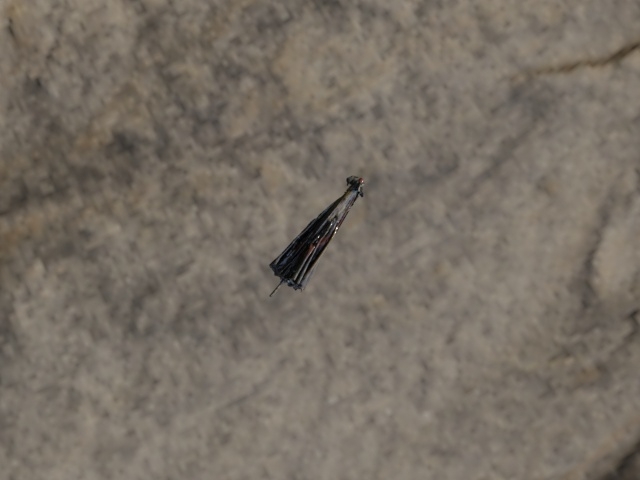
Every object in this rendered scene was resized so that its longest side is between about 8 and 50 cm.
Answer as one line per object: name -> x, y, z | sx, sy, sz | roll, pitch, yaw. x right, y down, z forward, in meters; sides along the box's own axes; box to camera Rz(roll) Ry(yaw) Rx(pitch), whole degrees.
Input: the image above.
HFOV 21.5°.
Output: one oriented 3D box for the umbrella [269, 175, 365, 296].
umbrella -> -0.001, -0.001, 0.932 | 0.031, 0.020, 0.083 | 42, 77, -42
